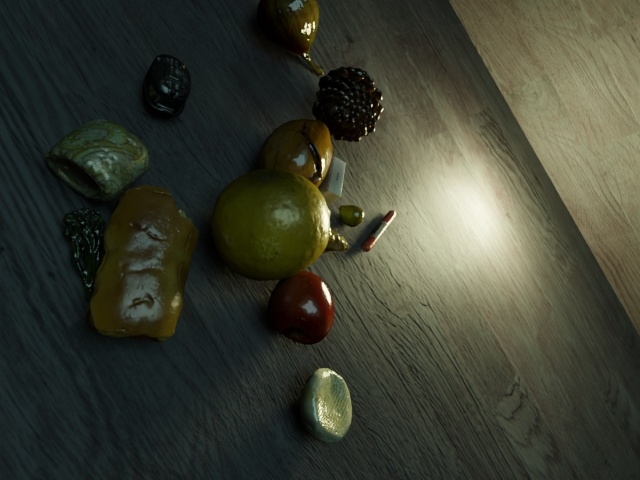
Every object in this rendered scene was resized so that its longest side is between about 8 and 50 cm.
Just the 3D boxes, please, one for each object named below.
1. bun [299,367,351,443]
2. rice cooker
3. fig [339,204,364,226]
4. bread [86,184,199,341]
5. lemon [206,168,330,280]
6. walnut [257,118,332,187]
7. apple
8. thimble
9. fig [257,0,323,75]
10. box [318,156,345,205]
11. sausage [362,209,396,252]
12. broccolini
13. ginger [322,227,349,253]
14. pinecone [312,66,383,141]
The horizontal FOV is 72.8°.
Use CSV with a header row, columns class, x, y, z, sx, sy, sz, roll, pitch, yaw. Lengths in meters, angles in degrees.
class,x,y,z,sx,sy,sz,roll,pitch,yaw
bun,-0.001,0.424,1.117,0.183,0.102,0.183,34,45,-43
rice cooker,-0.406,-0.411,1.153,0.112,0.106,0.165,13,54,-38
fig,0.099,-0.085,1.428,0.088,0.074,0.074,32,53,-1
bread,-0.378,0.047,0.945,0.195,0.149,0.344,22,59,-36
lemon,-0.123,-0.039,1.091,0.297,0.297,0.297,15,63,-32
walnut,-0.064,-0.263,1.296,0.209,0.209,0.336,35,47,-21
apple,-0.046,0.176,1.138,0.181,0.181,0.168,41,50,-17
thimble,-0.497,-0.184,0.967,0.190,0.137,0.143,31,53,4
fig,-0.072,-0.708,1.495,0.321,0.217,0.217,54,46,-34
box,0.014,-0.174,1.358,0.051,0.129,0.130,25,58,-28
sausage,0.206,-0.035,1.511,0.034,0.034,0.253,49,49,-11
broccolini,-0.492,0.025,0.931,0.091,0.068,0.202,-5,75,-59
ginger,-0.005,-0.012,1.308,0.205,0.081,0.115,-5,81,-37
pinecone,0.099,-0.481,1.488,0.246,0.246,0.292,36,38,-21
